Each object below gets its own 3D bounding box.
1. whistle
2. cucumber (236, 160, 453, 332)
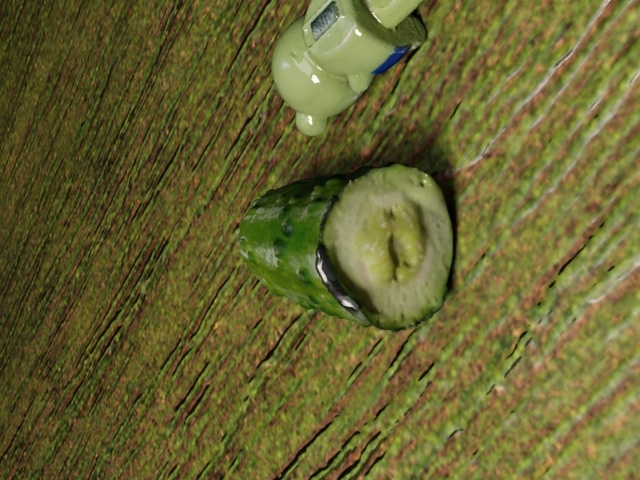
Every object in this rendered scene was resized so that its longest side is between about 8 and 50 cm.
[{"bbox_3d":[0.031,-0.178,0.776,0.227,0.085,0.105,-37,60,44],"label":"whistle"},{"bbox_3d":[-0.003,0.000,0.789,0.244,0.134,0.134,4,91,60],"label":"cucumber"}]
